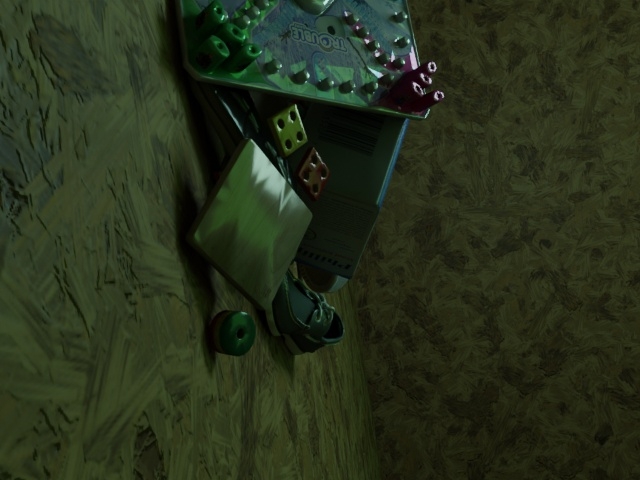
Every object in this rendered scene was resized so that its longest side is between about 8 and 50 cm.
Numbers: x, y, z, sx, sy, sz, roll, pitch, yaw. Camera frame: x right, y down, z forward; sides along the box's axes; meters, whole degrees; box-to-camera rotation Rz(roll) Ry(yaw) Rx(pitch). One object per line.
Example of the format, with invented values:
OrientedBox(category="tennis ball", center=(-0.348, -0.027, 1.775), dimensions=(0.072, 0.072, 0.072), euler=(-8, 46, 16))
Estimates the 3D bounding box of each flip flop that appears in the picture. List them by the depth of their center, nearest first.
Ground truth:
OrientedBox(category="flip flop", center=(-0.097, -0.091, 0.799), dimensions=(0.277, 0.080, 0.112), euler=(62, 20, -25))

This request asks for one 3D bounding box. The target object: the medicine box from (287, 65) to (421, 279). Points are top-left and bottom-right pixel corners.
OrientedBox(category="medicine box", center=(0.038, -0.119, 1.052), dimensions=(0.289, 0.149, 0.264), euler=(102, 7, -66))

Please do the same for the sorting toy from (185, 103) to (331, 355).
OrientedBox(category="sorting toy", center=(-0.079, -0.023, 0.700), dimensions=(0.132, 0.046, 0.275), euler=(50, 54, -40))

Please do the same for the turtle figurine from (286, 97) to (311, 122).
OrientedBox(category="turtle figurine", center=(-0.065, -0.217, 1.127), dimensions=(0.234, 0.118, 0.176), euler=(-100, 179, -77))

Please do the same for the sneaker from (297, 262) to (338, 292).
OrientedBox(category="sneaker", center=(0.000, 0.000, 1.465), dimensions=(0.153, 0.099, 0.283), euler=(64, 15, -65))

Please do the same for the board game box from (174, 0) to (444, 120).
OrientedBox(category="board game box", center=(-0.012, -0.366, 0.836), dimensions=(0.389, 0.050, 0.391), euler=(0, 75, -40))

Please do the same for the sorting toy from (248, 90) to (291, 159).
OrientedBox(category="sorting toy", center=(-0.096, -0.192, 0.934), dimensions=(0.193, 0.038, 0.208), euler=(-61, 142, -51))

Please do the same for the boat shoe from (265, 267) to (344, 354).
OrientedBox(category="boat shoe", center=(-0.025, 0.105, 1.036), dimensions=(0.319, 0.098, 0.116), euler=(69, 13, -64))

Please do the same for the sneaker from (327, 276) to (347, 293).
OrientedBox(category="sneaker", center=(0.031, 0.002, 1.726), dimensions=(0.153, 0.101, 0.269), euler=(-166, -92, -70))
